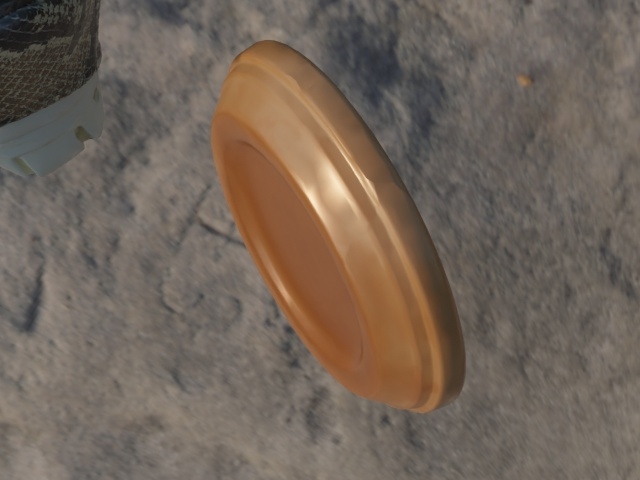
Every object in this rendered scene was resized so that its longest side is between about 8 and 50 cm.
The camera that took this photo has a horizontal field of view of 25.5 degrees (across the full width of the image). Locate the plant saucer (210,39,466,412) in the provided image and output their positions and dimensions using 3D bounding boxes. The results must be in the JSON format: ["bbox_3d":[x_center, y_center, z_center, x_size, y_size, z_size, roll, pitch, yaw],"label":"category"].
[{"bbox_3d":[0.000,0.000,0.691,0.037,0.200,0.200,-28,65,-16],"label":"plant saucer"}]

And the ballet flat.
[{"bbox_3d":[-0.239,-0.151,1.086,0.164,0.182,0.483,-22,25,-7],"label":"ballet flat"}]
